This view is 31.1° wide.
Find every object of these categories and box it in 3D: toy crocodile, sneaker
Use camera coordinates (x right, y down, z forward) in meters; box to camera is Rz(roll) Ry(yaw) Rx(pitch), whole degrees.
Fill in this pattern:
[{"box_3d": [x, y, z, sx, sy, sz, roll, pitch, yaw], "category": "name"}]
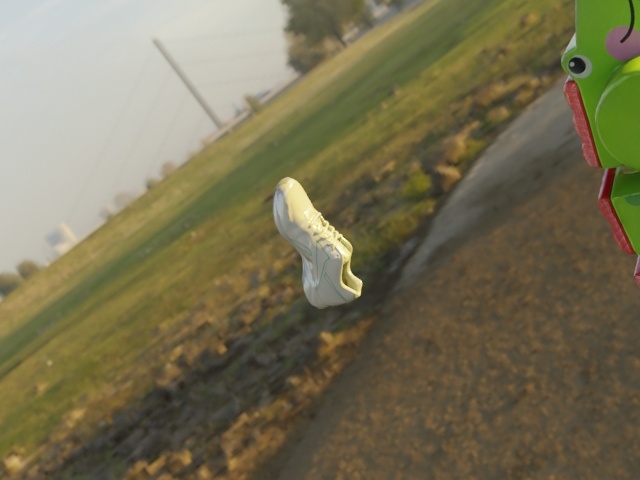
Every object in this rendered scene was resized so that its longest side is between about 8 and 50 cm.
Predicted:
[{"box_3d": [0.213, -0.039, 0.703, 0.105, 0.341, 0.115, -11, 30, 31], "category": "toy crocodile"}, {"box_3d": [0.000, 0.000, 1.194, 0.061, 0.152, 0.054, -8, 27, 37], "category": "sneaker"}]
